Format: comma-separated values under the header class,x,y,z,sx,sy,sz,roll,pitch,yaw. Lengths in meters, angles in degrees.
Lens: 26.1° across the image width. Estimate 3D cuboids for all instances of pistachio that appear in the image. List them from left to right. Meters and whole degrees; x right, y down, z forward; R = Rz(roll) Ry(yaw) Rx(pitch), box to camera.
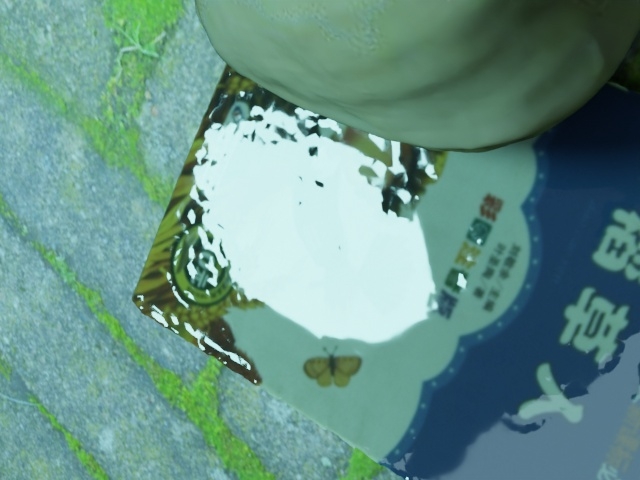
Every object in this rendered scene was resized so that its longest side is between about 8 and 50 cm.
class,x,y,z,sx,sy,sz,roll,pitch,yaw
pistachio,0.053,-0.167,0.854,0.332,0.208,0.226,6,106,38

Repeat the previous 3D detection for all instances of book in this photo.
class,x,y,z,sx,sy,sz,roll,pitch,yaw
book,0.079,0.004,0.946,0.428,0.039,0.300,28,99,29
